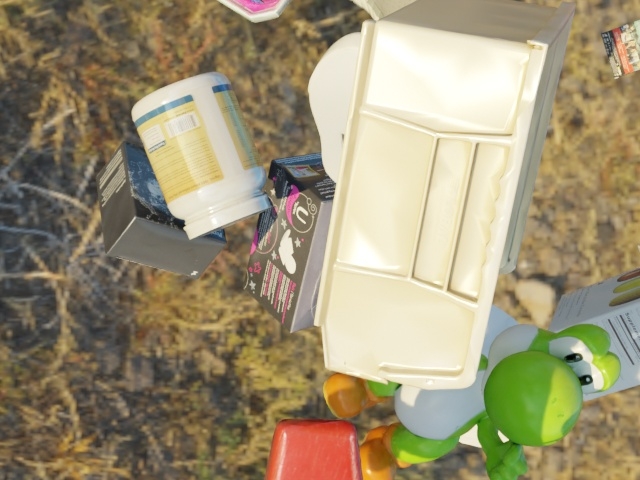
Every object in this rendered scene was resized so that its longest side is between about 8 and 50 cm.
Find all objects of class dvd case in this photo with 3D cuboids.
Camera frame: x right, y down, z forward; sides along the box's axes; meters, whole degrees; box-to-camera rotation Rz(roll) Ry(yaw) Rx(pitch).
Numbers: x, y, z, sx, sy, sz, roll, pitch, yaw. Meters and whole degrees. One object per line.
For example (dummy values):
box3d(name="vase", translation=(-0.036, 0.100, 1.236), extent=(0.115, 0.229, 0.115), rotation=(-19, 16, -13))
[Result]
box3d(name="dvd case", translation=(0.570, -0.349, 2.147), extent=(0.013, 0.119, 0.087), rotation=(-19, 92, -53))

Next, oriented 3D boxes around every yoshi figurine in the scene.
box3d(name="yoshi figurine", translation=(0.175, 0.194, 1.442), extent=(0.203, 0.362, 0.203), rotation=(39, 41, -40))

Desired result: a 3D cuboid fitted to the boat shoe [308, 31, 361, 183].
box3d(name="boat shoe", translation=(0.058, -0.157, 1.328), extent=(0.301, 0.108, 0.102), rotation=(82, 29, -65))

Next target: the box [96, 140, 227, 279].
box3d(name="box", translation=(-0.234, -0.044, 1.760), extent=(0.156, 0.093, 0.158), rotation=(17, 42, -34))

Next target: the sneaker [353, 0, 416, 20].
box3d(name="sneaker", translation=(0.101, -0.359, 1.592), extent=(0.086, 0.228, 0.132), rotation=(-2, 130, -31))

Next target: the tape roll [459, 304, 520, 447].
box3d(name="tape roll", translation=(0.233, 0.213, 1.977), extent=(0.100, 0.286, 0.286), rotation=(-51, 123, -32))

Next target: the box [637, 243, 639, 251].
box3d(name="box", translation=(0.394, 0.052, 1.286), extent=(0.027, 0.137, 0.094), rotation=(-25, 103, -4))

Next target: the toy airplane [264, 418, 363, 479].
box3d(name="toy airplane", translation=(-0.009, 0.366, 1.067), extent=(0.386, 0.384, 0.272), rotation=(43, 12, -17))

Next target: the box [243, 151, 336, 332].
box3d(name="box", translation=(0.000, 0.000, 1.909), extent=(0.163, 0.142, 0.247), rotation=(-12, 130, -37))

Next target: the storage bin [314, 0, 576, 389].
box3d(name="storage bin", translation=(0.099, -0.050, 0.917), extent=(0.262, 0.123, 0.260), rotation=(-49, 150, -67))

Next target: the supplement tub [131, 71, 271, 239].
box3d(name="supplement tub", translation=(-0.160, -0.115, 1.641), extent=(0.144, 0.144, 0.199), rotation=(-22, 90, -48))

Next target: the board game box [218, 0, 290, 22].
box3d(name="board game box", translation=(-0.086, -0.416, 0.898), extent=(0.390, 0.390, 0.050), rotation=(-55, 166, -6))

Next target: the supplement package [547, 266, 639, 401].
box3d(name="supplement package", translation=(0.498, 0.129, 1.854), extent=(0.134, 0.244, 0.139), rotation=(58, 32, -12))
